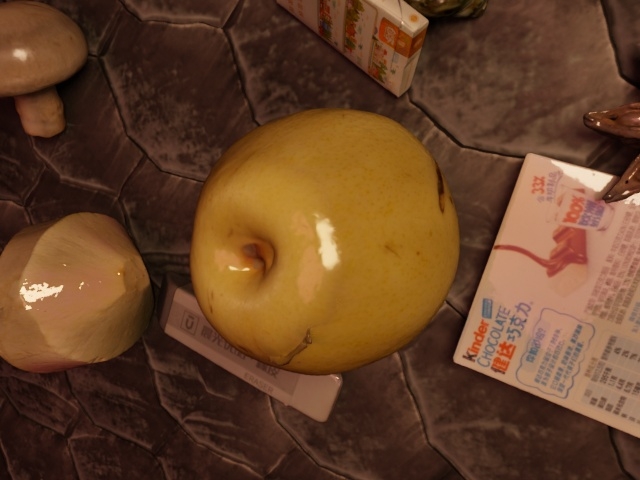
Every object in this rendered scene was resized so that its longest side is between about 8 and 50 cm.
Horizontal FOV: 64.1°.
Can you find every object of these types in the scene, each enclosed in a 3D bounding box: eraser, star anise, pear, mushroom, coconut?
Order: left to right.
[{"bbox_3d":[-0.473,-0.267,0.794,0.206,0.206,0.209,15,104,21],"label":"mushroom"},{"bbox_3d":[-0.375,0.080,0.790,0.259,0.259,0.259,4,100,23],"label":"coconut"},{"bbox_3d":[-0.122,0.152,0.782,0.352,0.061,0.089,24,108,18],"label":"eraser"},{"bbox_3d":[0.000,0.000,0.579,0.309,0.309,0.309,4,100,23],"label":"pear"},{"bbox_3d":[0.356,-0.104,0.505,0.172,0.063,0.207,-14,78,17],"label":"star anise"}]

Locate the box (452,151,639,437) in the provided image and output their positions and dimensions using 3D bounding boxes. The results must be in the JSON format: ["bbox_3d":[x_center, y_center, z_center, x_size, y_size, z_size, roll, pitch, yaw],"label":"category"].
[{"bbox_3d":[0.319,0.065,0.577,0.265,0.048,0.273,21,107,18],"label":"box"}]

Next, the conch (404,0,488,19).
[{"bbox_3d":[0.113,-0.326,0.569,0.187,0.124,0.181,-12,104,48],"label":"conch"}]

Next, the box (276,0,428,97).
[{"bbox_3d":[0.027,-0.278,0.616,0.220,0.122,0.032,42,76,13],"label":"box"}]
